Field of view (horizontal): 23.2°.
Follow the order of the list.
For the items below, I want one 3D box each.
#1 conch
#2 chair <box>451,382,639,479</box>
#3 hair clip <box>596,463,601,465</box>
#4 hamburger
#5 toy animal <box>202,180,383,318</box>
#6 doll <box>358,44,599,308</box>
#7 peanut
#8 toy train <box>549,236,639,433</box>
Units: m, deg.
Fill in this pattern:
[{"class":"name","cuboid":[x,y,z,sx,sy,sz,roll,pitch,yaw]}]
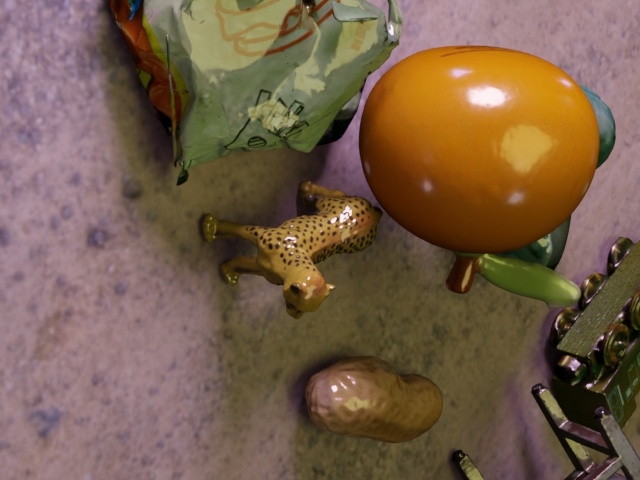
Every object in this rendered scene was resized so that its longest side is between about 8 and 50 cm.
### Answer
[{"class":"conch","cuboid":[0.210,-0.078,1.555,0.202,0.134,0.196,-56,160,-25]},{"class":"chair","cuboid":[0.274,0.300,1.622,0.136,0.147,0.270,-37,111,-16]},{"class":"hair clip","cuboid":[0.291,0.354,1.760,0.034,0.072,0.226,34,83,-37]},{"class":"hamburger","cuboid":[-0.030,-0.185,1.296,0.276,0.150,0.261,-17,110,-40]},{"class":"toy animal","cuboid":[0.000,0.000,1.364,0.181,0.136,0.073,-23,114,-40]},{"class":"doll","cuboid":[0.139,-0.053,1.378,0.213,0.213,0.236,-8,104,-42]},{"class":"peanut","cuboid":[0.056,0.151,1.487,0.174,0.080,0.080,13,88,-47]},{"class":"toy train","cuboid":[0.338,0.098,1.733,0.225,0.090,0.137,-47,132,-27]}]
